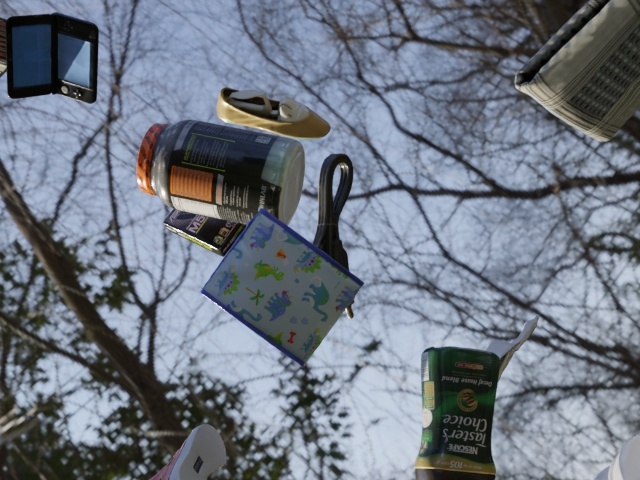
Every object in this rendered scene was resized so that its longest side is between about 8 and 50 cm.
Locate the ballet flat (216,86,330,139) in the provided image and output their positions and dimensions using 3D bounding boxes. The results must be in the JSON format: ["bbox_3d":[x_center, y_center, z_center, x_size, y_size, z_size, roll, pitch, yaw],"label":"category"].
[{"bbox_3d":[-0.094,-0.250,1.687,0.073,0.232,0.080,91,-168,-45],"label":"ballet flat"}]

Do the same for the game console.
[{"bbox_3d":[-0.442,-0.295,1.435,0.085,0.124,0.144,-54,-21,-56],"label":"game console"}]

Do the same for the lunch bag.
[{"bbox_3d":[-0.049,0.054,1.041,0.129,0.151,0.096,-55,13,-5],"label":"lunch bag"}]

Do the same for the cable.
[{"bbox_3d":[0.000,0.000,1.438,0.139,0.072,0.287,-3,-92,-41],"label":"cable"}]

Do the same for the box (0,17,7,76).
[{"bbox_3d":[-0.642,-0.352,1.526,0.180,0.147,0.077,13,-105,-33],"label":"box"}]

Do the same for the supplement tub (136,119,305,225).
[{"bbox_3d":[-0.218,-0.151,1.918,0.207,0.338,0.207,13,-90,-79],"label":"supplement tub"}]

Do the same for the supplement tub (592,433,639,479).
[{"bbox_3d":[0.442,0.447,1.156,0.241,0.241,0.331,-21,-48,-43],"label":"supplement tub"}]

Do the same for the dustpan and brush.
[{"bbox_3d":[0.348,0.218,1.646,0.211,0.060,0.147,-58,-20,-21],"label":"dustpan and brush"}]

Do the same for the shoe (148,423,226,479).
[{"bbox_3d":[-0.185,0.304,1.137,0.081,0.063,0.178,-32,6,13],"label":"shoe"}]

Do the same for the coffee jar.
[{"bbox_3d":[0.169,0.227,1.070,0.079,0.096,0.184,136,140,-70],"label":"coffee jar"}]

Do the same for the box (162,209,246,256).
[{"bbox_3d":[-0.258,-0.073,2.127,0.190,0.184,0.045,-54,-26,-21],"label":"box"}]

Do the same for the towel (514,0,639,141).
[{"bbox_3d":[0.437,-0.273,1.133,0.324,0.056,0.312,-47,-32,21],"label":"towel"}]
